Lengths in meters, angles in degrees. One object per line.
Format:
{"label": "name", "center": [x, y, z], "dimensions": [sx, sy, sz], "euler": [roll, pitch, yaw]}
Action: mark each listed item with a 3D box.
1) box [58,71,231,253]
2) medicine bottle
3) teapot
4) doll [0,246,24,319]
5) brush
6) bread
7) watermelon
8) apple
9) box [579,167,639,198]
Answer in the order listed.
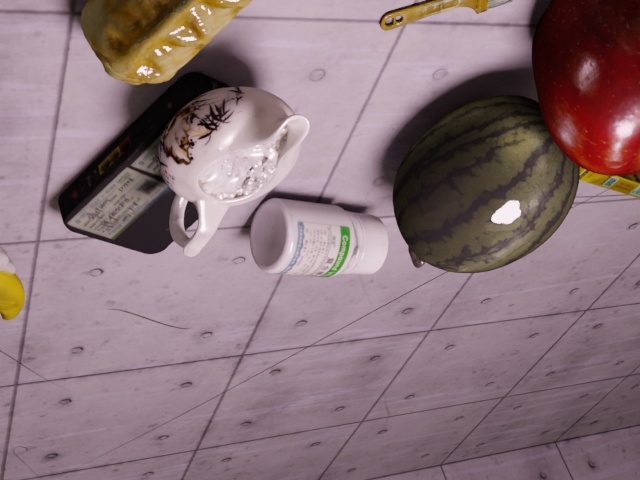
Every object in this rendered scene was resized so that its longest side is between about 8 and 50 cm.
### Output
{"label": "box", "center": [-0.236, -0.112, 1.543], "dimensions": [0.350, 0.058, 0.211], "euler": [-38, 144, 26]}
{"label": "medicine bottle", "center": [0.000, 0.000, 1.783], "dimensions": [0.236, 0.139, 0.139], "euler": [6, 140, -38]}
{"label": "teapot", "center": [-0.134, -0.110, 1.415], "dimensions": [0.208, 0.166, 0.300], "euler": [-3, 136, -48]}
{"label": "doll", "center": [-0.611, 0.104, 1.610], "dimensions": [0.237, 0.111, 0.252], "euler": [-25, 152, -24]}
{"label": "brush", "center": [0.192, -0.355, 1.459], "dimensions": [0.218, 0.010, 0.083], "euler": [-18, 149, -5]}
{"label": "bread", "center": [-0.185, -0.303, 1.206], "dimensions": [0.267, 0.130, 0.152], "euler": [-38, 109, 27]}
{"label": "watermelon", "center": [0.273, -0.086, 1.677], "dimensions": [0.278, 0.279, 0.359], "euler": [12, 142, -42]}
{"label": "apple", "center": [0.467, -0.258, 1.483], "dimensions": [0.288, 0.317, 0.288], "euler": [-15, 152, -8]}
{"label": "box", "center": [0.535, -0.158, 1.837], "dimensions": [0.278, 0.153, 0.041], "euler": [10, 137, -41]}
